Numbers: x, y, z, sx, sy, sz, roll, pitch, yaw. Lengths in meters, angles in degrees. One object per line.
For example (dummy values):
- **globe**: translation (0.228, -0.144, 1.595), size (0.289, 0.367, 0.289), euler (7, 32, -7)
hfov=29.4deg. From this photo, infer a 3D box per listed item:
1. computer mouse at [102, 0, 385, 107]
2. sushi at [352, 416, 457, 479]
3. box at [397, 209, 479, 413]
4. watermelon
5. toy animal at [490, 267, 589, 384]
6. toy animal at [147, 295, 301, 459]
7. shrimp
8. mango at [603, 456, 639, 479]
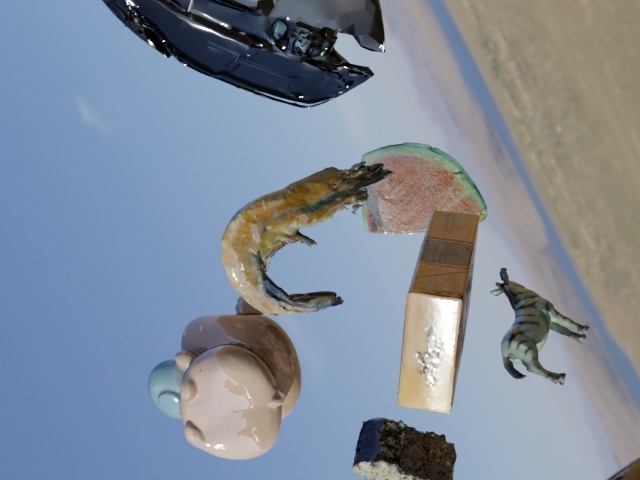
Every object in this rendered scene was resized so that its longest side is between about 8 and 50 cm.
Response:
- **computer mouse**: translation (-0.070, -0.170, 0.818), size (0.242, 0.146, 0.077), euler (26, -140, 1)
- **sushi**: translation (0.108, 0.281, 1.558), size (0.150, 0.091, 0.078), euler (27, -119, -38)
- **box**: translation (0.143, 0.079, 1.459), size (0.237, 0.070, 0.152), euler (-68, -17, -64)
- **watermelon**: translation (0.163, -0.090, 1.989), size (0.128, 0.231, 0.146), euler (-19, -79, -70)
- **toy animal**: translation (0.339, 0.143, 1.980), size (0.217, 0.176, 0.073), euler (-53, -21, -43)
- **toy animal**: translation (-0.125, 0.212, 1.836), size (0.221, 0.230, 0.209), euler (16, 119, 61)
- **shrimp**: translation (0.000, 0.000, 1.349), size (0.152, 0.219, 0.046), euler (63, 167, -14)
- **mango**: translation (0.443, 0.382, 1.682), size (0.146, 0.289, 0.129), euler (43, 169, 14)
